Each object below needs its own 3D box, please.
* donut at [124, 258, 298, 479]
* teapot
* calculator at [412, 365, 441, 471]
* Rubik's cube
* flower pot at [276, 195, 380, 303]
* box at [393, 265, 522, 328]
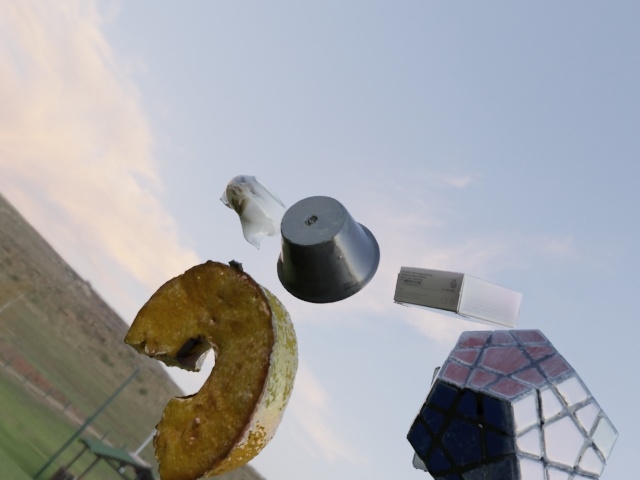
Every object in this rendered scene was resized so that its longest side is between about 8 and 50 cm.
[{"bbox_3d":[-0.201,0.258,1.323,0.163,0.378,0.434,31,32,-50],"label":"donut"},{"bbox_3d":[-0.192,-0.095,1.826,0.204,0.139,0.298,39,9,-36],"label":"teapot"},{"bbox_3d":[0.327,0.439,1.563,0.161,0.261,0.021,7,-25,23],"label":"calculator"},{"bbox_3d":[0.292,0.293,1.012,0.319,0.264,0.318,-3,-95,44],"label":"Rubik's cube"},{"bbox_3d":[0.000,0.000,1.382,0.235,0.235,0.148,24,-28,33],"label":"flower pot"},{"bbox_3d":[0.342,0.143,1.605,0.252,0.106,0.203,19,-10,-38],"label":"box"}]
